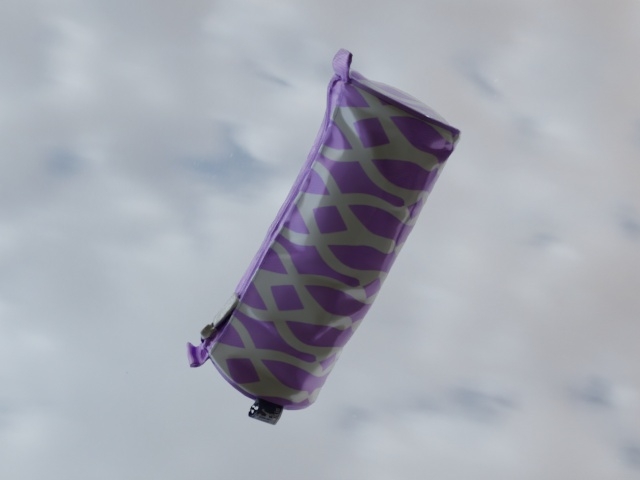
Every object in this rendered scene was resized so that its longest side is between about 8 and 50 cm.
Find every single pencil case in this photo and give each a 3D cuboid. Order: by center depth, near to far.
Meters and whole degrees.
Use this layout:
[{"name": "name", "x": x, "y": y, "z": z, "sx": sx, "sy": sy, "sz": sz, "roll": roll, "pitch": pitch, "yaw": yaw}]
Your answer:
[{"name": "pencil case", "x": 0.000, "y": 0.000, "z": 0.453, "sx": 0.088, "sy": 0.086, "sz": 0.206, "roll": 25, "pitch": -79, "yaw": -18}]
